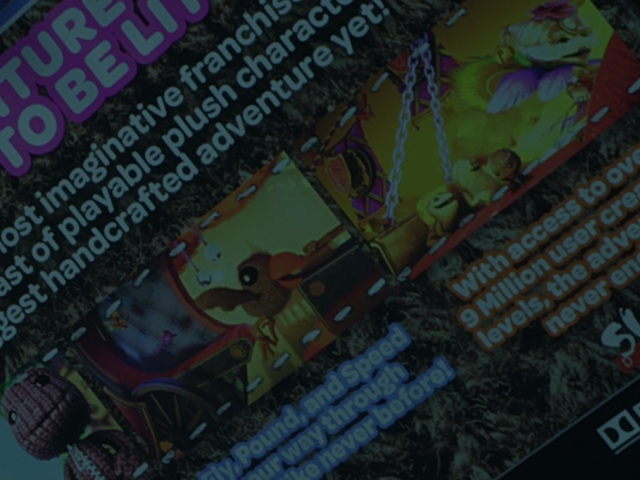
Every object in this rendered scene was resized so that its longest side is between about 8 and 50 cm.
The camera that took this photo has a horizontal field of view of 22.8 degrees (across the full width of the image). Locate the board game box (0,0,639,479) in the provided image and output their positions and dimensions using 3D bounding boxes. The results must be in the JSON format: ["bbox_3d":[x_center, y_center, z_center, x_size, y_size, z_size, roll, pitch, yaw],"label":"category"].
[{"bbox_3d":[0.014,0.031,0.436,0.232,0.291,0.141,-38,178,16],"label":"board game box"}]
